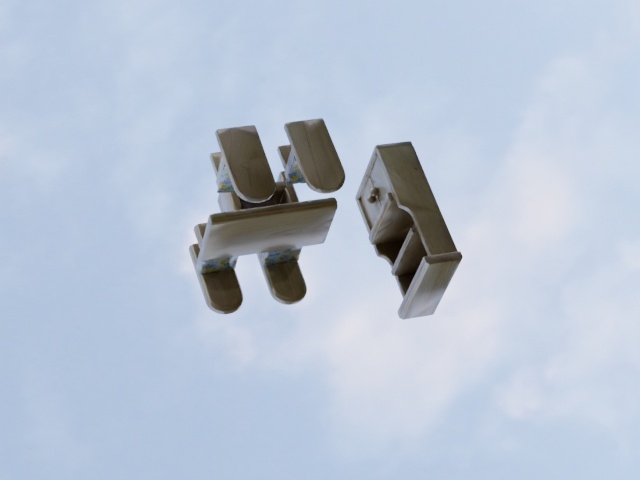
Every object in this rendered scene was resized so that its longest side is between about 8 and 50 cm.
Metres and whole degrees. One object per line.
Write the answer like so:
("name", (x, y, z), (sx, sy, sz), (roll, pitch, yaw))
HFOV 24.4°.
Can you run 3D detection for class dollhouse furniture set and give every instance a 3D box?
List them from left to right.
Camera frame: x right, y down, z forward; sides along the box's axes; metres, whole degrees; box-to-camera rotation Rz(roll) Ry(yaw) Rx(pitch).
("dollhouse furniture set", (0.000, 0.000, 1.554), (0.242, 0.212, 0.161), (-8, -123, -20))
